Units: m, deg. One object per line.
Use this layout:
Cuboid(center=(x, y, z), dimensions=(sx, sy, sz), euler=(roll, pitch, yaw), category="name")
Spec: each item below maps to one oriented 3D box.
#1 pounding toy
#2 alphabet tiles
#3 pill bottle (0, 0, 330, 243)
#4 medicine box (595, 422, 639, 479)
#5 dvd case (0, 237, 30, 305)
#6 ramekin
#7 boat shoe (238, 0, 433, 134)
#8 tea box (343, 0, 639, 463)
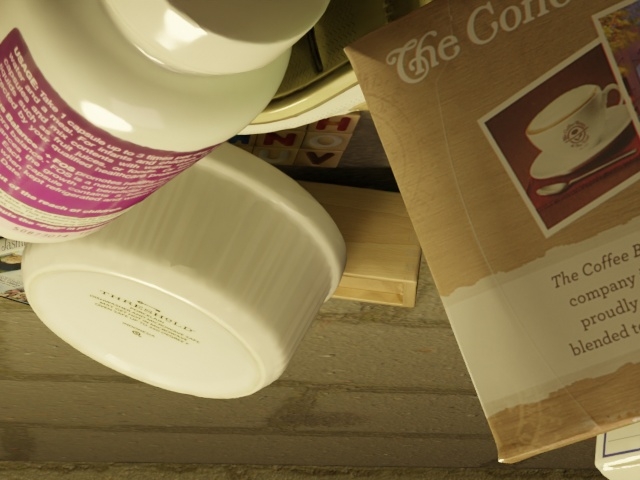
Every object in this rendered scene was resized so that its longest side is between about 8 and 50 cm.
Cuboid(center=(-0.005, 0.001, 1.304), dimensions=(0.206, 0.094, 0.181), euler=(7, 167, 5), category="pounding toy")
Cuboid(center=(-0.093, -0.090, 1.139), dimensions=(0.237, 0.009, 0.198), euler=(2, 161, -9), category="alphabet tiles")
Cuboid(center=(-0.120, -0.115, 0.803), dimensions=(0.169, 0.169, 0.301), euler=(10, 160, -30), category="pill bottle")
Cuboid(center=(0.400, 0.136, 1.290), dimensions=(0.149, 0.289, 0.263), euler=(-19, 134, 39), category="medicine box")
Cuboid(center=(-0.273, 0.027, 1.464), dimensions=(0.253, 0.022, 0.180), euler=(-12, 160, 30), category="dvd case")
Cuboid(center=(-0.124, 0.028, 1.138), dimensions=(0.273, 0.127, 0.273), euler=(17, 153, 9), category="ramekin")
Cuboid(center=(0.047, -0.127, 0.865), dimensions=(0.302, 0.113, 0.103), euler=(-15, 151, 35), category="boat shoe")
Cuboid(center=(0.242, -0.057, 0.701), dimensions=(0.329, 0.220, 0.323), euler=(-23, 171, 23), category="tea box")
